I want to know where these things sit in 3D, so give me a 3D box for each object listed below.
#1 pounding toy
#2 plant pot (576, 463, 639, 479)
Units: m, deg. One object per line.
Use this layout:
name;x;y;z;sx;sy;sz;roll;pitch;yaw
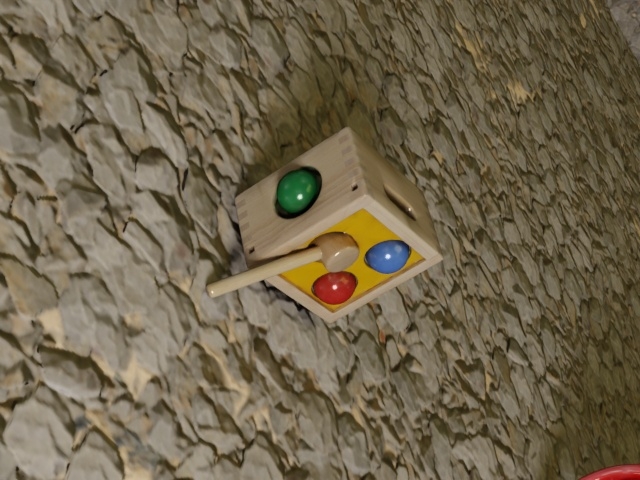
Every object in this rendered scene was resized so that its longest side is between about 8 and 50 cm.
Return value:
pounding toy;0.000;0.000;0.874;0.141;0.130;0.100;37;30;-45
plant pot;0.312;0.340;1.111;0.174;0.191;0.191;58;30;-32
